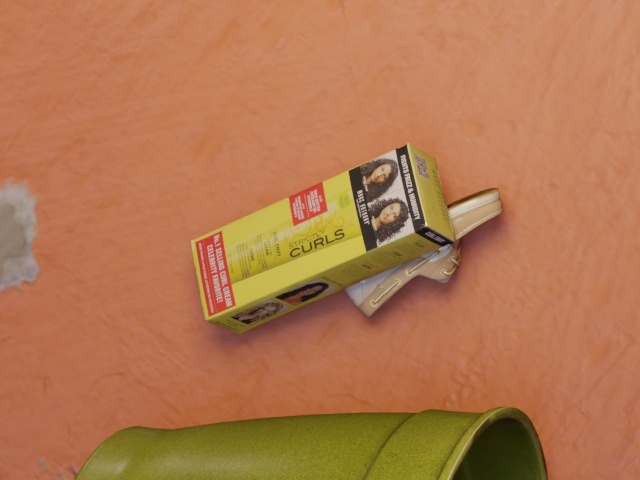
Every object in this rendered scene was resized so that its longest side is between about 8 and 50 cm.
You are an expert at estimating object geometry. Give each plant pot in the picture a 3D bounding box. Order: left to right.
[{"bbox_3d":[-0.028,0.299,1.671,0.353,0.366,0.367,6,95,24],"label":"plant pot"}]

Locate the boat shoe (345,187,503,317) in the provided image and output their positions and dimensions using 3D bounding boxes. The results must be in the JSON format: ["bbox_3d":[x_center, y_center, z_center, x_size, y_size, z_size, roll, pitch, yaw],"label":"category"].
[{"bbox_3d":[0.096,0.012,1.749,0.170,0.063,0.059,-31,90,22],"label":"boat shoe"}]

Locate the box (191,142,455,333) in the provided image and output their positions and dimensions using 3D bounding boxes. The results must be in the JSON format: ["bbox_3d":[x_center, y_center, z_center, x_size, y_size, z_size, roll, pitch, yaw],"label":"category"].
[{"bbox_3d":[0.000,0.000,1.731,0.232,0.058,0.087,-23,64,26],"label":"box"}]
